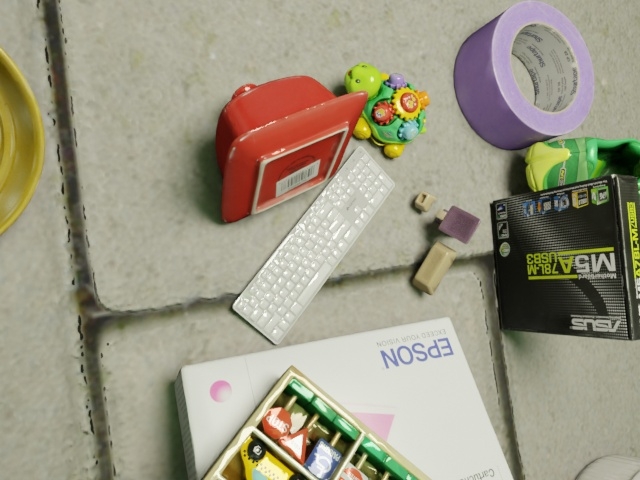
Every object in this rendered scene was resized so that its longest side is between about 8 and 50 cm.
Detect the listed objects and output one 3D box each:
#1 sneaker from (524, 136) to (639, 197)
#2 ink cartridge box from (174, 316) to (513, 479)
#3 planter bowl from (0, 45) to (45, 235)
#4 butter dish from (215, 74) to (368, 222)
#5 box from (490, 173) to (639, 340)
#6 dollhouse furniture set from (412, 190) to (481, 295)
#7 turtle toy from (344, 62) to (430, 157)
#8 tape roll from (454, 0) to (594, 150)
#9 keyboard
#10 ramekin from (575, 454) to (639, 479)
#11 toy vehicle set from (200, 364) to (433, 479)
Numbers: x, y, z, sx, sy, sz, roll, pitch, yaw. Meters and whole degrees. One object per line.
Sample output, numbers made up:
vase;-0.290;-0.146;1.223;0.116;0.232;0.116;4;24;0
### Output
sneaker;0.422;-0.076;0.715;0.295;0.123;0.109;9;79;-33
ink cartridge box;0.046;0.259;0.494;0.324;0.071;0.330;-6;62;-24
planter bowl;-0.350;-0.086;0.393;0.217;0.090;0.217;-17;115;-40
butter dish;-0.053;-0.115;0.527;0.160;0.160;0.118;-28;73;-24
box;0.303;0.026;0.626;0.045;0.190;0.184;2;85;-25
dollhouse furniture set;0.152;0.008;0.662;0.114;0.091;0.081;-60;151;6
turtle toy;0.083;-0.169;0.618;0.130;0.066;0.095;27;75;-19
tape roll;0.290;-0.230;0.707;0.189;0.080;0.189;3;82;-23
keyboard;0.000;0.000;0.594;0.072;0.014;0.256;42;71;-14
ramekin;0.442;0.402;0.691;0.207;0.109;0.207;2;84;-23
toy vehicle set;0.026;0.257;0.425;0.267;0.035;0.166;39;56;2
